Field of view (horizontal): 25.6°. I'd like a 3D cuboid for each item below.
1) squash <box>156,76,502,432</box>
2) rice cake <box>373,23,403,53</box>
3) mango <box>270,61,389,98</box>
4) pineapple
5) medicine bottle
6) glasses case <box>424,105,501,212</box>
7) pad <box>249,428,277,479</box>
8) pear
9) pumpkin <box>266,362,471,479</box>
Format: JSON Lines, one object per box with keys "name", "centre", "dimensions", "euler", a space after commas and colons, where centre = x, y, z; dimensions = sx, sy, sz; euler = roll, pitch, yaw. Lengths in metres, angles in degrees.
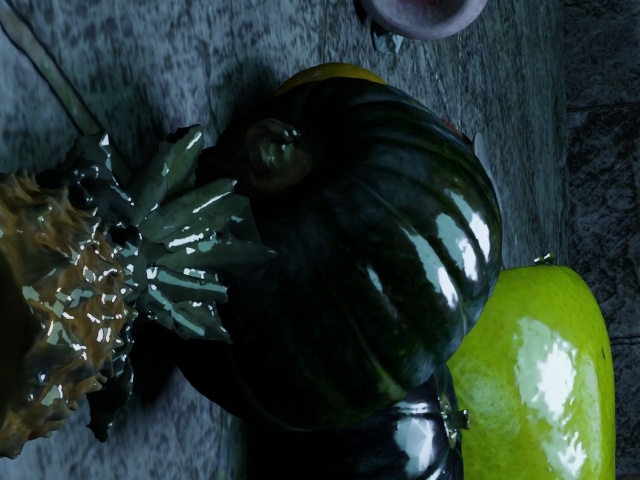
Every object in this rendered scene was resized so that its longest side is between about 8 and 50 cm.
{"name": "squash", "centre": [0.001, 0.004, 0.810], "dimensions": [0.172, 0.218, 0.218], "euler": [45, 29, -14]}
{"name": "rice cake", "centre": [0.084, -0.255, 1.524], "dimensions": [0.180, 0.030, 0.042], "euler": [-72, 158, -55]}
{"name": "mango", "centre": [0.018, -0.045, 1.080], "dimensions": [0.317, 0.119, 0.176], "euler": [23, 59, -83]}
{"name": "pineapple", "centre": [-0.110, 0.010, 0.598], "dimensions": [0.130, 0.119, 0.277], "euler": [41, 13, 7]}
{"name": "medicine bottle", "centre": [0.118, -0.316, 1.461], "dimensions": [0.247, 0.147, 0.147], "euler": [-71, 152, -56]}
{"name": "glasses case", "centre": [0.153, -0.080, 1.619], "dimensions": [0.308, 0.083, 0.128], "euler": [14, 72, -74]}
{"name": "pad", "centre": [-0.027, 0.241, 1.008], "dimensions": [0.190, 0.004, 0.127], "euler": [71, 21, -44]}
{"name": "pear", "centre": [0.165, 0.193, 1.302], "dimensions": [0.342, 0.238, 0.318], "euler": [25, 52, -72]}
{"name": "pumpkin", "centre": [0.039, 0.138, 1.023], "dimensions": [0.202, 0.140, 0.202], "euler": [-12, 90, -75]}
